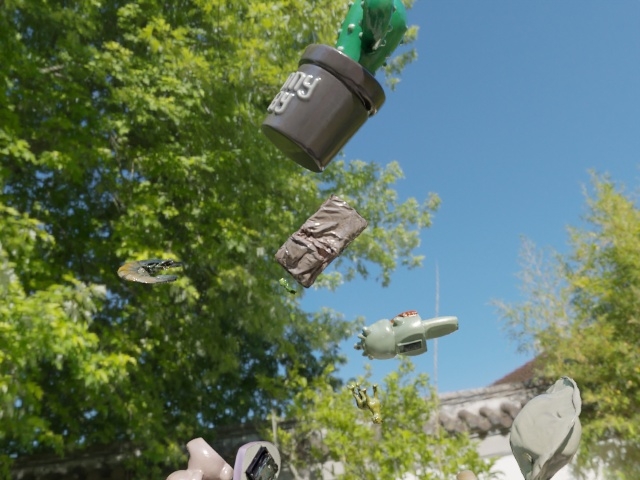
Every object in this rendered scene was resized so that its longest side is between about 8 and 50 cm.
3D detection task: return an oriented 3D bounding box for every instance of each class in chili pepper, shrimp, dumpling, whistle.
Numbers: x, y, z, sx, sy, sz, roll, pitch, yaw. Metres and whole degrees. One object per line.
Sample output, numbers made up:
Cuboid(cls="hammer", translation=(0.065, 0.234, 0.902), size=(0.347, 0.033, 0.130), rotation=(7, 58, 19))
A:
Cuboid(cls="chili pepper", translation=(-0.105, 0.153, 1.755), size=(0.030, 0.091, 0.034), rotation=(-8, -60, -34))
Cuboid(cls="shrimp", translation=(-0.496, 0.096, 1.637), size=(0.217, 0.150, 0.051), rotation=(-11, -65, -48))
Cuboid(cls="dumpling", translation=(0.648, 0.528, 1.528), size=(0.341, 0.181, 0.260), rotation=(-14, -47, -39))
Cuboid(cls="whistle", translation=(0.201, 0.222, 1.282), size=(0.253, 0.106, 0.102), rotation=(-14, -30, 3))

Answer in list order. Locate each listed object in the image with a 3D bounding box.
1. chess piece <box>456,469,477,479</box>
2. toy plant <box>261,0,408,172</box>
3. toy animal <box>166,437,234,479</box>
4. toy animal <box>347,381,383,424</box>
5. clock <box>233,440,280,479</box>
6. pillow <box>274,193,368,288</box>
Cuboid(cls="chess piece", translation=(0.301, 0.504, 1.083), size=(0.038, 0.084, 0.084), rotation=(-19, -34, 3))
Cuboid(cls="toy plant", translation=(0.056, -0.334, 1.037), size=(0.400, 0.185, 0.279), rotation=(-56, -16, -7))
Cuboid(cls="toy animal", translation=(-0.290, 0.539, 1.155), size=(0.124, 0.212, 0.124), rotation=(29, -27, 17))
Cuboid(cls="toy animal", translation=(0.168, 0.607, 2.028), size=(0.073, 0.136, 0.181), rotation=(-15, -2, -30))
Cuboid(cls="clock", translation=(-0.182, 0.674, 1.592), size=(0.064, 0.198, 0.172), rotation=(-10, -67, 30))
Cuboid(cls="pillow", translation=(0.000, 0.000, 1.447), size=(0.248, 0.135, 0.049), rotation=(-46, -8, 0))
